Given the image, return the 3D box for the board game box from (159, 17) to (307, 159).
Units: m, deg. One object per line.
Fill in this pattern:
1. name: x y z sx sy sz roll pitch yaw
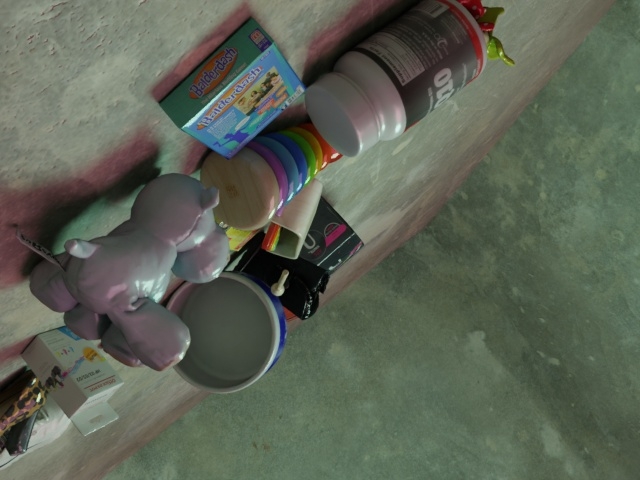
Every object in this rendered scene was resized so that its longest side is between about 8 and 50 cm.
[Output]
1. board game box: -0.109 -0.195 1.036 0.160 0.047 0.210 -41 170 4

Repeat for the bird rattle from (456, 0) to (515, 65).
1. bird rattle: 0.262 -0.370 1.477 0.207 0.143 0.253 -28 176 34

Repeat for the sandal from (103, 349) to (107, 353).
1. sandal: -0.421 0.235 1.696 0.072 0.049 0.180 -40 170 -5

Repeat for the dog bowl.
1. dog bowl: -0.211 0.199 1.711 0.265 0.265 0.104 -43 172 10

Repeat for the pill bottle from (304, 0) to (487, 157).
1. pill bottle: 0.124 -0.267 1.270 0.283 0.161 0.161 -38 169 -18

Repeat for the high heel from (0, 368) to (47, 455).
1. high heel: -0.612 0.317 1.349 0.261 0.093 0.186 -4 121 -54

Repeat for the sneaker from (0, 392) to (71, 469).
1. sneaker: -0.605 0.385 1.573 0.235 0.090 0.095 -40 161 -16

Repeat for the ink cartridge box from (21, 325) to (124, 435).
1. ink cartridge box: -0.420 0.239 1.341 0.061 0.181 0.104 -45 170 21

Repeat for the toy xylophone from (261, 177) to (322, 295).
1. toy xylophone: -0.069 -0.023 1.581 0.323 0.081 0.236 110 1 -68

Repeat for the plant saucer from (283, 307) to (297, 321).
1. plant saucer: -0.148 0.185 2.100 0.259 0.048 0.258 -25 153 7

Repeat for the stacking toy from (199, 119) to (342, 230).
1. stacking toy: -0.055 -0.141 1.302 0.141 0.141 0.330 -49 174 39

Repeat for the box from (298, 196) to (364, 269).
1. box: 0.000 0.000 1.997 0.165 0.143 0.270 -42 169 3

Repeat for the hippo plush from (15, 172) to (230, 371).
1. hippo plush: -0.260 0.011 1.075 0.236 0.234 0.294 -55 135 -30

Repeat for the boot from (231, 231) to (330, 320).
1. boot: -0.115 0.129 1.792 0.246 0.207 0.094 -57 164 4

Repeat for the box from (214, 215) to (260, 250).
1. box: -0.179 -0.031 1.439 0.087 0.058 0.232 -43 171 5
